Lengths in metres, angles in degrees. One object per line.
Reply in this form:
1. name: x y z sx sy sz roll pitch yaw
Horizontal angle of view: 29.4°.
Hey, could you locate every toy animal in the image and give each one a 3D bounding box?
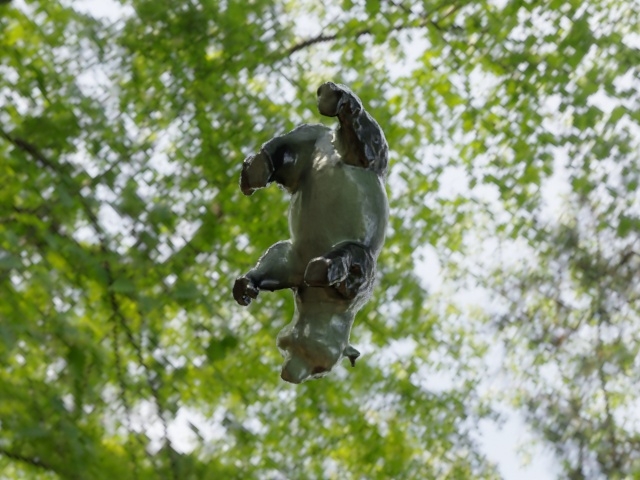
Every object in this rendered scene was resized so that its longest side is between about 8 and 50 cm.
1. toy animal: 0.000 0.000 0.948 0.094 0.225 0.121 -7 -21 28
